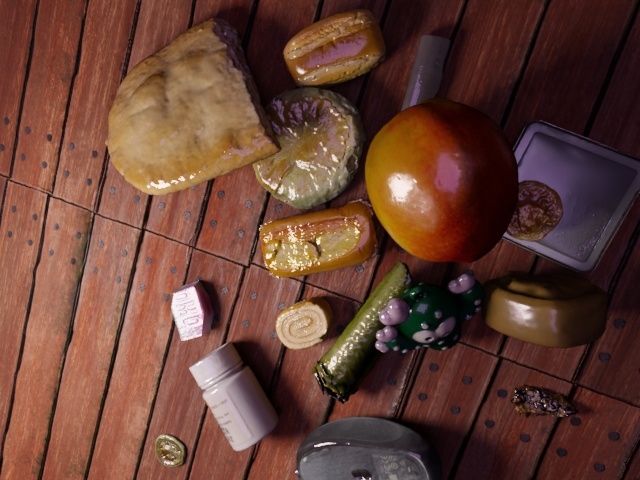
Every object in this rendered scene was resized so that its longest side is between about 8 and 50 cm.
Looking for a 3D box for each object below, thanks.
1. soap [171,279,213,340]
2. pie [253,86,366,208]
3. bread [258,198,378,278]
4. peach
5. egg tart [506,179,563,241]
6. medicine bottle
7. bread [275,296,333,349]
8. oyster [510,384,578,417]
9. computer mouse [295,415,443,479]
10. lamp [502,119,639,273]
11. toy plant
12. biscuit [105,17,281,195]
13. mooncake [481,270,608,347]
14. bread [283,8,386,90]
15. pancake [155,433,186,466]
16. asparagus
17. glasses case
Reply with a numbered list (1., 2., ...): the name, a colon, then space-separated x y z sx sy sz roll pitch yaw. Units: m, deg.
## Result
1. soap: -0.353 0.190 1.177 0.100 0.056 0.148 -16 92 13
2. pie: -0.040 -0.223 1.037 0.307 0.071 0.305 3 102 15
3. bread: 0.000 0.000 1.037 0.289 0.119 0.152 -11 89 15
4. peach: 0.245 -0.111 0.868 0.308 0.308 0.332 -22 82 16
5. egg tart: 0.437 -0.063 0.901 0.131 0.052 0.130 2 97 15
6. medicine bottle: -0.228 0.405 1.122 0.145 0.144 0.252 -30 89 15
7. bread: -0.036 0.214 1.093 0.149 0.073 0.122 -21 95 18
8. oyster: 0.513 0.374 0.984 0.132 0.029 0.086 -18 91 17
9. computer mouse: 0.118 0.551 1.063 0.374 0.114 0.203 -12 95 23
10. lamp: 0.518 -0.095 0.928 0.269 0.047 0.266 27 102 11
11. toy plant: 0.234 0.164 0.920 0.233 0.112 0.243 -12 137 -10
12. biscuit: -0.341 -0.324 1.040 0.447 0.104 0.428 -19 72 14
13. mooncake: 0.457 0.133 0.876 0.235 0.235 0.116 2 97 14
14. bread: 0.029 -0.438 0.990 0.237 0.106 0.139 -18 93 16
15. pancake: -0.447 0.624 1.265 0.108 0.017 0.107 3 100 16
16. asparagus: 0.120 0.225 1.032 0.129 0.108 0.381 33 101 -12
17. glasses case: 0.240 -0.366 0.978 0.072 0.042 0.190 15 99 5
